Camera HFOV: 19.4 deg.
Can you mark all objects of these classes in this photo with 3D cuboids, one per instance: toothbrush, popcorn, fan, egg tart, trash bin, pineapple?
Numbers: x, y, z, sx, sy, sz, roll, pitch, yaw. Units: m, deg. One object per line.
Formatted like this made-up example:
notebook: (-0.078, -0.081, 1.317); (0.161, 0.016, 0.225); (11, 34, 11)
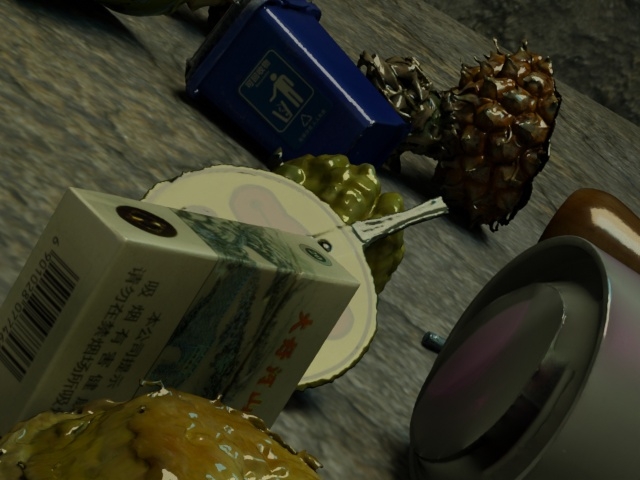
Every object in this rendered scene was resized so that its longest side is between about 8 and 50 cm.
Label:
toothbrush: (0.195, 0.139, 1.932); (0.219, 0.019, 0.016); (25, 33, -26)
popcorn: (-0.005, -0.007, 1.726); (0.142, 0.173, 0.173); (34, 12, -42)
fan: (-0.021, 0.017, 1.600); (0.335, 0.011, 0.230); (-19, 65, -31)
egg tart: (-0.070, 0.179, 1.135); (0.294, 0.116, 0.295); (33, 15, -10)
trash bin: (-0.020, -0.166, 2.169); (0.234, 0.162, 0.184); (45, 19, 20)
pineapple: (0.131, -0.164, 2.390); (0.271, 0.263, 0.262); (15, 21, -17)

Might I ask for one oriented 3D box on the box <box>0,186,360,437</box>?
box: (-0.106, 0.064, 1.305); (0.069, 0.164, 0.256); (42, 18, 34)

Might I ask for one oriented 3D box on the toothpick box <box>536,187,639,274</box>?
toothpick box: (0.407, 0.064, 2.271); (0.294, 0.192, 0.192); (33, 15, 17)

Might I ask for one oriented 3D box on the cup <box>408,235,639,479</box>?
cup: (0.275, 0.179, 1.558); (0.371, 0.253, 0.253); (29, 17, -21)

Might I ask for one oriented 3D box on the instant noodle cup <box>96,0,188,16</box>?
instant noodle cup: (-0.277, -0.410, 2.178); (0.311, 0.311, 0.221); (42, 29, 27)

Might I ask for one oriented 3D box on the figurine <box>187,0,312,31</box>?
figurine: (-0.123, -0.326, 2.494); (0.240, 0.116, 0.175); (21, 17, -20)
